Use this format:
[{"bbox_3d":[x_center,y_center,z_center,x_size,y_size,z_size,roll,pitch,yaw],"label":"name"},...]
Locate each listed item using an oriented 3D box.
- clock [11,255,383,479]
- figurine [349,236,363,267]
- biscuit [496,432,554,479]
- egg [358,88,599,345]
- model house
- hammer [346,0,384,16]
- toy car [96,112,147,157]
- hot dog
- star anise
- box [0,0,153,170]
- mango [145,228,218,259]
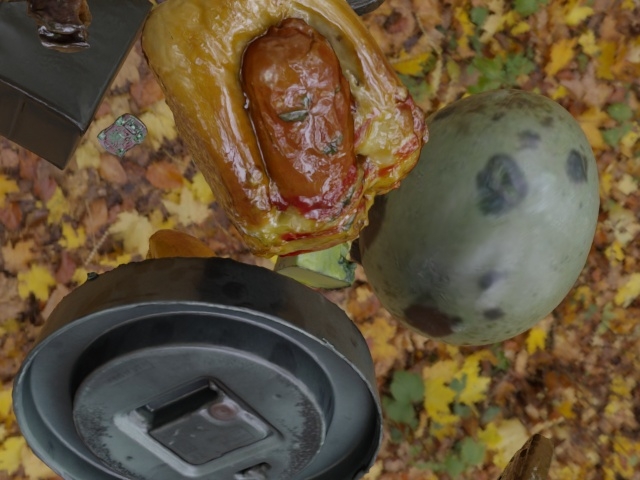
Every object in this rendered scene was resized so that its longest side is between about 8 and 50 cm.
[{"bbox_3d":[-0.100,0.139,0.753,0.313,0.061,0.312,1,132,1],"label":"clock"},{"bbox_3d":[0.090,0.037,1.591,0.047,0.106,0.060,-14,130,-26],"label":"figurine"},{"bbox_3d":[0.201,0.341,1.031,0.041,0.208,0.290,25,126,11],"label":"biscuit"},{"bbox_3d":[0.241,-0.032,1.339,0.345,0.345,0.428,2,139,-23],"label":"egg"},{"bbox_3d":[0.000,0.000,2.132,0.170,0.194,0.211,16,75,-16],"label":"model house"},{"bbox_3d":[0.021,-0.602,1.541,0.168,0.044,0.440,-11,82,-3],"label":"hammer"},{"bbox_3d":[-0.420,-0.227,1.863,0.069,0.055,0.142,42,143,-22],"label":"toy car"},{"bbox_3d":[-0.017,-0.073,0.611,0.150,0.153,0.256,-39,158,-10],"label":"hot dog"},{"bbox_3d":[-0.326,-0.316,1.003,0.099,0.220,0.214,-24,101,-14],"label":"star anise"},{"bbox_3d":[-0.528,-0.364,1.730,0.251,0.345,0.204,29,149,-16],"label":"box"},{"bbox_3d":[-0.295,0.075,1.945,0.154,0.252,0.126,-28,148,-35],"label":"mango"}]
